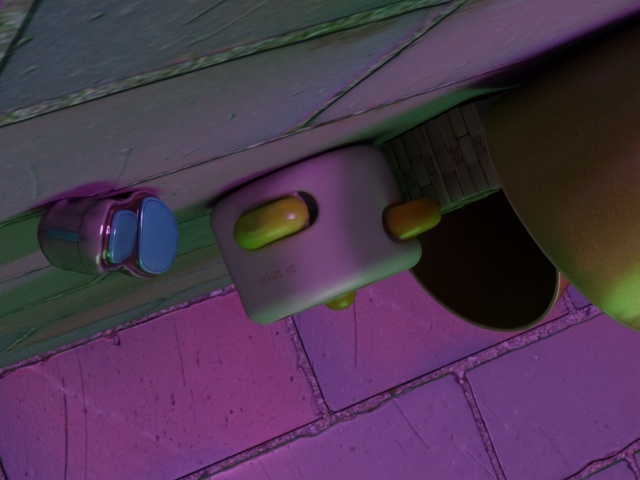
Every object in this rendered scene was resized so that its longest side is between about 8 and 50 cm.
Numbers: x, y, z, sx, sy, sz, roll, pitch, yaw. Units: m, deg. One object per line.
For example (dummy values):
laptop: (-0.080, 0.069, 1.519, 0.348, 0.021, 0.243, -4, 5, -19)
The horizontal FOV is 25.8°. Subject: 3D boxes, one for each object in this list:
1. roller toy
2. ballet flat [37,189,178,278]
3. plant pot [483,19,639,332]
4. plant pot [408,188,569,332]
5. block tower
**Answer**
roller toy: (0.000, 0.000, 1.405, 0.209, 0.146, 0.191, -20, 177, -24)
ballet flat: (-0.167, -0.008, 1.101, 0.068, 0.072, 0.213, 6, 179, 8)
plant pot: (0.348, -0.106, 1.268, 0.293, 0.275, 0.275, -39, 168, 29)
plant pot: (0.249, -0.058, 1.646, 0.254, 0.237, 0.237, -37, -174, -35)
block tower: (0.091, -0.061, 1.497, 0.335, 0.097, 0.091, -22, 177, 43)
